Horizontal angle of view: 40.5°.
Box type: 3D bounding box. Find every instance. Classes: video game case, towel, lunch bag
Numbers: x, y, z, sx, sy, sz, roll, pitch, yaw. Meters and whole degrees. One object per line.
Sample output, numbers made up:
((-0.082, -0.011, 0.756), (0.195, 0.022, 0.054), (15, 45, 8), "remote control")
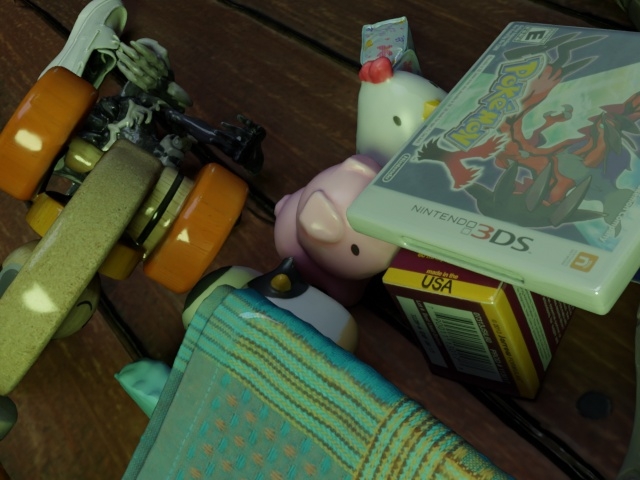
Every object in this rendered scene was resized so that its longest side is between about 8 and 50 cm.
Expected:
((0.140, -0.060, 0.528), (0.183, 0.023, 0.201), (20, 60, 44), "video game case")
((0.010, 0.211, 0.382), (0.370, 0.040, 0.272), (32, 98, 40), "towel")
((0.066, -0.146, 0.775), (0.053, 0.071, 0.083), (-7, 44, 16), "lunch bag")

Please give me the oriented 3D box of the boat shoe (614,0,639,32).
((0.298, -0.254, 0.714), (0.130, 0.132, 0.355), (-27, 43, 2), "boat shoe")

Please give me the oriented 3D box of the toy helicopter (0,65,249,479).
((-0.200, 0.057, 0.599), (0.355, 0.140, 0.235), (-32, 29, 60), "toy helicopter")

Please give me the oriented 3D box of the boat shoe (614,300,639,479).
((0.202, 0.132, 0.393), (0.325, 0.116, 0.123), (-70, 14, -14), "boat shoe")

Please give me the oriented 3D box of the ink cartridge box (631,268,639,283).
((0.368, -0.005, 0.491), (0.370, 0.069, 0.176), (19, 61, 42), "ink cartridge box")

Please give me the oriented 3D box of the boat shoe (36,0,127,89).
((-0.270, -0.222, 1.034), (0.063, 0.066, 0.184), (12, 52, 19), "boat shoe")

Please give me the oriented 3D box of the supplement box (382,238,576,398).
((0.131, -0.006, 0.580), (0.080, 0.104, 0.188), (10, 54, 37), "supplement box")

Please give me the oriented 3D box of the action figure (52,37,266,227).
((-0.179, -0.105, 0.816), (0.275, 0.141, 0.164), (22, 73, 39), "action figure")

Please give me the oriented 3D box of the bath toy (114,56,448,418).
((0.000, 0.000, 0.627), (0.151, 0.129, 0.348), (18, 58, 39), "bath toy")
